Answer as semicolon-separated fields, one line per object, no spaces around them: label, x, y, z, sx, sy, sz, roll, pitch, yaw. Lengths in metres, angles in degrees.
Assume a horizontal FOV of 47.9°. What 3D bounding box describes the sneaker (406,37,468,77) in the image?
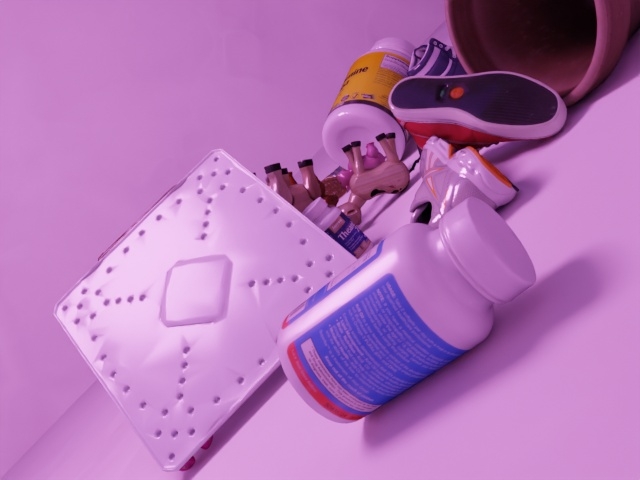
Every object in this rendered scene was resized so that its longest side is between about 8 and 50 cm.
sneaker;0.314;-0.423;1.625;0.282;0.153;0.099;-47;10;-15

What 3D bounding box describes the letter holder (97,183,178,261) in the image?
letter holder;-0.222;0.064;1.337;0.214;0.302;0.152;-46;10;-10

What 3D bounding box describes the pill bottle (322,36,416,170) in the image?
pill bottle;0.135;-0.323;1.675;0.188;0.188;0.333;-35;25;45

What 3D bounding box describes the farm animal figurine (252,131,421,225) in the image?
farm animal figurine;-0.008;-0.073;1.397;0.327;0.172;0.330;-16;0;-34

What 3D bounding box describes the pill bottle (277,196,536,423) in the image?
pill bottle;0.076;0.062;0.650;0.221;0.124;0.124;-39;11;27

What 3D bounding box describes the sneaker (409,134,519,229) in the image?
sneaker;0.155;-0.062;0.945;0.121;0.099;0.262;-48;8;5

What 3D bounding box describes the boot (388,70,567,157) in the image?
boot;0.234;-0.151;1.018;0.244;0.176;0.088;12;67;34

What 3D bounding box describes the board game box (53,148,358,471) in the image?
board game box;-0.181;0.087;1.110;0.390;0.050;0.390;-45;54;-6

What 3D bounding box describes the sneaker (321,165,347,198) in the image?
sneaker;0.065;-0.165;1.859;0.192;0.064;0.086;-39;3;27

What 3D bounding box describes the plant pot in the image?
plant pot;0.340;-0.330;0.980;0.229;0.263;0.263;-29;2;-27

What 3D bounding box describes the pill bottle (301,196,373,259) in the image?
pill bottle;0.024;-0.013;1.184;0.067;0.120;0.067;-43;10;10
